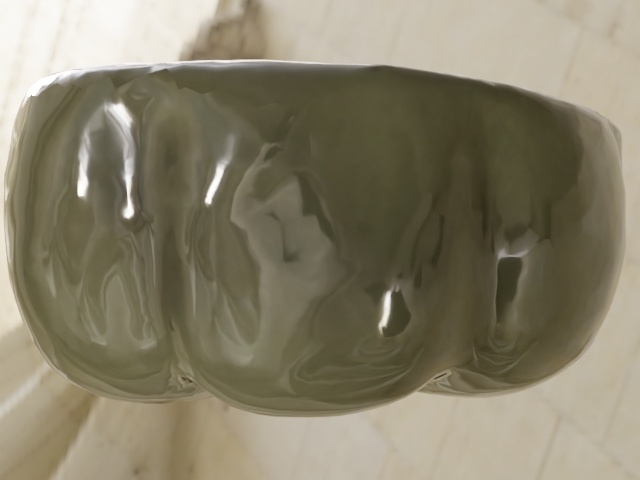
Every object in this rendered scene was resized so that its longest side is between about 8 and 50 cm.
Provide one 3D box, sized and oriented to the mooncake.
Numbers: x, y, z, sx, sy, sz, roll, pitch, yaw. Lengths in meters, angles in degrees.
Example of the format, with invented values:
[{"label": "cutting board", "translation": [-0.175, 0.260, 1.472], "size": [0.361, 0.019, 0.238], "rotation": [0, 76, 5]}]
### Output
[{"label": "mooncake", "translation": [0.000, 0.000, 0.778], "size": [0.275, 0.135, 0.275], "rotation": [1, 180, 0]}]
